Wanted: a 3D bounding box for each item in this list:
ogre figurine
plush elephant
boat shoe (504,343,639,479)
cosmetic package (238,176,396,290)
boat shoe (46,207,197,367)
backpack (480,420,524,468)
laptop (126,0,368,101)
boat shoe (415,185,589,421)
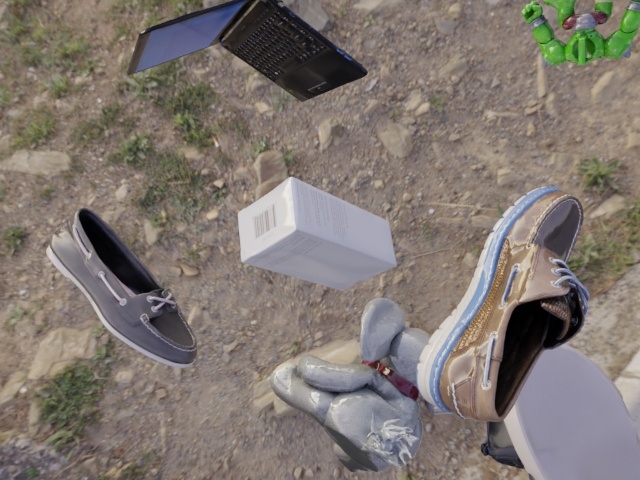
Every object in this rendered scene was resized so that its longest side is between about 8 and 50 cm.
[{"bbox_3d":[0.455,-0.367,0.871,0.196,0.097,0.118,-3,110,16],"label":"ogre figurine"},{"bbox_3d":[0.113,0.252,0.895,0.272,0.330,0.255,48,64,-9],"label":"plush elephant"},{"bbox_3d":[0.269,0.242,0.562,0.127,0.158,0.341,-39,100,-16],"label":"boat shoe"},{"bbox_3d":[0.000,0.000,1.342,0.217,0.384,0.156,-28,58,35],"label":"cosmetic package"},{"bbox_3d":[-0.319,0.072,0.829,0.335,0.112,0.096,38,103,15],"label":"boat shoe"},{"bbox_3d":[0.371,0.321,0.882,0.173,0.116,0.158,31,56,-34],"label":"backpack"},{"bbox_3d":[-0.113,-0.241,0.721,0.264,0.234,0.137,30,83,-24],"label":"laptop"},{"bbox_3d":[0.141,0.042,0.339,0.066,0.066,0.183,42,74,-30],"label":"boat shoe"}]
